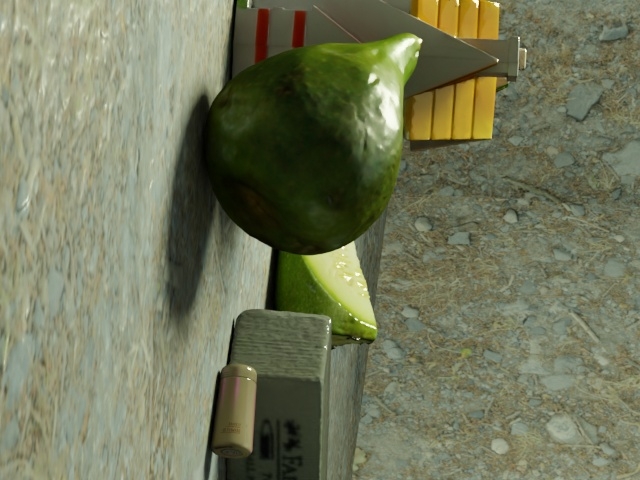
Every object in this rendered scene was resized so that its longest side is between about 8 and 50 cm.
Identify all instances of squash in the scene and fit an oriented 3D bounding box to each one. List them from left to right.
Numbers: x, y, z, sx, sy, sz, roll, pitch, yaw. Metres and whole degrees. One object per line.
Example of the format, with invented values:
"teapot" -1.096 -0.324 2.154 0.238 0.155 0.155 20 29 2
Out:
"squash" 0.000 0.000 2.030 0.203 0.111 0.288 -17 -119 60

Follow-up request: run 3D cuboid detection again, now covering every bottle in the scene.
"bottle" -0.092 0.183 1.612 0.045 0.045 0.096 81 12 -65

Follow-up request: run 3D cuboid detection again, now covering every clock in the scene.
"clock" 0.070 -0.188 1.669 0.235 0.309 0.166 13 80 -84

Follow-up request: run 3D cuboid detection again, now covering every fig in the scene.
"fig" 0.014 -0.124 1.476 0.275 0.206 0.206 -50 157 -25

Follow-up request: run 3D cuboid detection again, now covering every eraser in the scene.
"eraser" -0.050 0.255 1.738 0.077 0.111 0.352 -68 161 -66
